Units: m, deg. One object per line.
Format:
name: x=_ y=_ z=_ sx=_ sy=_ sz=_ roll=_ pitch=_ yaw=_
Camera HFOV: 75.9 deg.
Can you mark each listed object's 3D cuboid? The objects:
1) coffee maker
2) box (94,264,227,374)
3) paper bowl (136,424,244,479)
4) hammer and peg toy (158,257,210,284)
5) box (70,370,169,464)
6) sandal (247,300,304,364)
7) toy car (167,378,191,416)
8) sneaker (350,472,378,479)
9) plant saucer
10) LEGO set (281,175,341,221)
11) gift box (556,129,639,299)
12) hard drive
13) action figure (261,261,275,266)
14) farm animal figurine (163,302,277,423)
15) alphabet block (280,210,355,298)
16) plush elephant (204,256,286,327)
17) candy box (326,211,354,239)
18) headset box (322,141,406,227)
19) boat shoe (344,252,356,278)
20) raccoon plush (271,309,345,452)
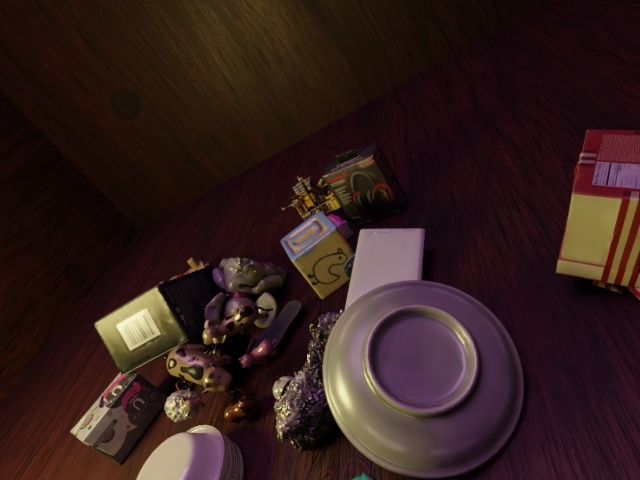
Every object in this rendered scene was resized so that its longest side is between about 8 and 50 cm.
coffee maker: x=-0.287 y=0.370 z=1.300 sx=0.171 sy=0.120 sz=0.178 roll=14 pitch=84 yaw=25
box: x=-0.553 y=0.276 z=1.529 sx=0.293 sy=0.212 sz=0.395 roll=-29 pitch=0 yaw=14
paper bowl: x=-0.343 y=0.603 z=1.021 sx=0.284 sy=0.148 sz=0.284 roll=-29 pitch=28 yaw=17
hammer and peg toy: x=-0.668 y=0.200 z=2.027 sx=0.266 sy=0.127 sz=0.361 roll=-40 pitch=28 yaw=-8
box: x=-0.677 y=0.589 z=1.397 sx=0.142 sy=0.163 sz=0.247 roll=-8 pitch=38 yaw=44
sandal: x=-0.134 y=0.309 z=1.347 sx=0.097 sy=0.054 sz=0.254 roll=14 pitch=51 yaw=44
toy car: x=-0.493 y=0.535 z=1.394 sx=0.122 sy=0.060 sz=0.040 roll=-50 pitch=-2 yaw=-38
sneaker: x=0.116 y=0.508 z=0.682 sx=0.178 sy=0.124 sz=0.295 roll=-49 pitch=27 yaw=-3
plant saucer: x=0.196 y=0.241 z=0.814 sx=0.400 sy=0.101 sz=0.401 roll=-5 pitch=56 yaw=8
LEGO set: x=-0.014 y=-0.218 z=1.791 sx=0.255 sy=0.192 sz=0.331 roll=-28 pitch=12 yaw=25
gift box: x=0.633 y=-0.040 z=0.804 sx=0.276 sy=0.258 sz=0.255 roll=17 pitch=53 yaw=33
hard drive: x=0.192 y=0.096 z=1.189 sx=0.203 sy=0.040 sz=0.308 roll=0 pitch=52 yaw=20
action figure: x=-0.229 y=0.113 z=1.775 sx=0.038 sy=0.030 sz=0.115 roll=-44 pitch=30 yaw=-26
farm animal figurine: x=-0.296 y=0.342 z=1.149 sx=0.326 sy=0.172 sz=0.331 roll=-4 pitch=76 yaw=18
alphabet block: x=0.003 y=0.047 z=1.431 sx=0.192 sy=0.197 sz=0.193 roll=-37 pitch=27 yaw=1
plush elephant: x=-0.280 y=0.200 z=1.503 sx=0.330 sy=0.271 sz=0.256 roll=114 pitch=165 yaw=-83
candy box: x=0.000 y=0.000 z=1.641 sx=0.233 sy=0.071 sz=0.159 roll=-38 pitch=27 yaw=-6
headset box: x=0.163 y=-0.215 z=1.551 sx=0.218 sy=0.293 sz=0.110 roll=-17 pitch=33 yaw=30
boat shoe: x=0.190 y=0.062 z=1.297 sx=0.258 sy=0.109 sz=0.089 roll=-28 pitch=32 yaw=20
raccoon plush: x=0.087 y=0.330 z=0.913 sx=0.446 sy=0.216 sz=0.299 roll=-11 pitch=44 yaw=38
